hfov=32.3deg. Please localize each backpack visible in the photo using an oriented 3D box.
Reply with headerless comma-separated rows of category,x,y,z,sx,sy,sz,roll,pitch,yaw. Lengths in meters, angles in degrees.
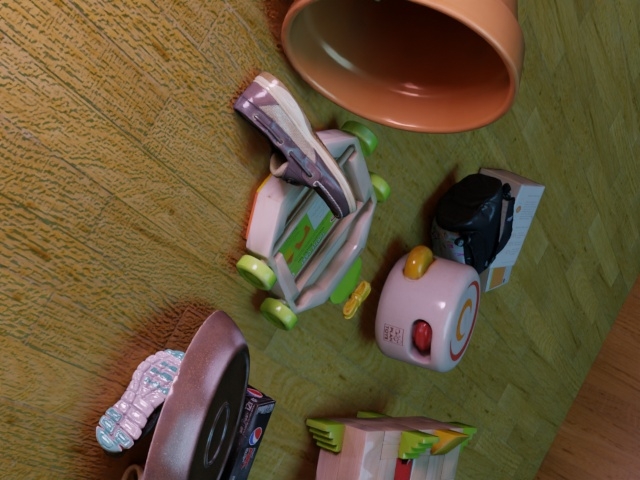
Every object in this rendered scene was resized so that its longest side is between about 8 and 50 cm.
backpack,0.265,-0.022,1.972,0.152,0.115,0.182,-39,146,-20

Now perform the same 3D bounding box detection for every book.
book,0.369,0.049,2.301,0.144,0.035,0.096,-10,118,-58

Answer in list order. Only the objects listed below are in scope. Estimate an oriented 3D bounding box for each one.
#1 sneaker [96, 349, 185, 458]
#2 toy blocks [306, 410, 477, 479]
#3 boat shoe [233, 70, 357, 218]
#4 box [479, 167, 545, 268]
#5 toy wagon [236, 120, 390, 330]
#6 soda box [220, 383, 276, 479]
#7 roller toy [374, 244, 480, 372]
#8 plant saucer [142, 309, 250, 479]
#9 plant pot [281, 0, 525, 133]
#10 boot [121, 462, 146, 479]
sneaker,-0.222,0.206,1.386,0.166,0.065,0.076,-46,168,-32
toy blocks,0.115,0.453,1.967,0.381,0.191,0.261,10,90,-48
boat shoe,-0.034,-0.107,1.380,0.073,0.080,0.223,-39,120,-8
box,0.338,-0.043,2.105,0.130,0.091,0.170,-2,115,-59
toy wagon,0.000,0.000,1.578,0.267,0.068,0.344,-53,151,-20
soda box,-0.127,0.298,1.611,0.053,0.060,0.169,3,110,-60
roller toy,0.180,0.120,1.904,0.191,0.146,0.209,-71,158,-11
plant saucer,-0.152,0.244,1.422,0.310,0.050,0.310,15,90,-81
plant pot,0.118,-0.292,1.348,0.291,0.291,0.203,58,45,-59
boot,-0.249,0.367,1.466,0.084,0.059,0.158,20,86,-60
